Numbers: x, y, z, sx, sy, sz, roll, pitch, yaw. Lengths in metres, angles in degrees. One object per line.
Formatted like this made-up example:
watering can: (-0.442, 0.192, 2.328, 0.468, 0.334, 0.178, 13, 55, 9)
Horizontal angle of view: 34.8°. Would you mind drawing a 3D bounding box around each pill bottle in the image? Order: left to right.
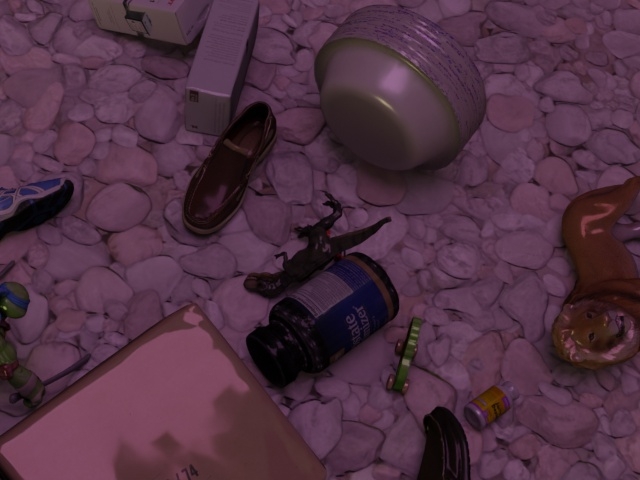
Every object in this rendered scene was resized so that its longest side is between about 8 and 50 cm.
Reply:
pill bottle: (0.002, 0.121, 1.526, 0.219, 0.123, 0.123, -34, 69, -24)
pill bottle: (0.259, 0.245, 1.533, 0.083, 0.043, 0.043, -31, 68, -23)

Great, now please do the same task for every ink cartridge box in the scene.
ink cartridge box: (-0.293, -0.433, 1.813, 0.190, 0.082, 0.140, 14, 56, 24)

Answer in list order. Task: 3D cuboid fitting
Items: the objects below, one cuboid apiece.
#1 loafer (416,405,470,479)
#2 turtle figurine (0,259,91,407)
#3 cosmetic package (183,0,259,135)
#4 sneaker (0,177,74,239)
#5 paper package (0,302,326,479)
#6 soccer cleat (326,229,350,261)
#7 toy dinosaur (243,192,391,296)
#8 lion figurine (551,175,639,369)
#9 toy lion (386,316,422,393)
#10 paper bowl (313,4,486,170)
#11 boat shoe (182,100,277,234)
loafer: (0.170, 0.340, 1.442, 0.078, 0.080, 0.220, -2, 60, -10)
turtle figurine: (-0.484, 0.181, 1.436, 0.266, 0.274, 0.198, -43, 95, -7)
cosmetic package: (-0.169, -0.305, 1.762, 0.085, 0.117, 0.231, 11, 59, -1)
sneaker: (-0.487, -0.057, 1.589, 0.211, 0.080, 0.081, -26, 69, -22)
paper package: (-0.212, 0.300, 1.326, 0.325, 0.168, 0.309, -36, 85, -25)
soccer cleat: (0.027, 0.007, 1.655, 0.035, 0.029, 0.083, -22, 68, -29)
toy dinosaur: (0.000, 0.000, 1.591, 0.268, 0.064, 0.118, -30, 38, 23)
lion figurine: (0.466, 0.040, 1.652, 0.240, 0.142, 0.392, -3, 45, -1)
toy lion: (0.131, 0.168, 1.531, 0.034, 0.096, 0.100, 16, 59, 2)
paper bowl: (0.114, -0.227, 1.658, 0.284, 0.284, 0.148, 32, 65, 11)
boat shoe: (-0.152, -0.129, 1.670, 0.095, 0.095, 0.257, 22, 59, 6)
